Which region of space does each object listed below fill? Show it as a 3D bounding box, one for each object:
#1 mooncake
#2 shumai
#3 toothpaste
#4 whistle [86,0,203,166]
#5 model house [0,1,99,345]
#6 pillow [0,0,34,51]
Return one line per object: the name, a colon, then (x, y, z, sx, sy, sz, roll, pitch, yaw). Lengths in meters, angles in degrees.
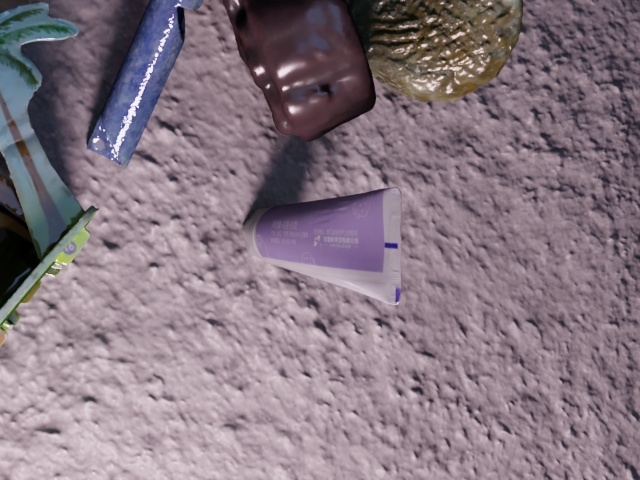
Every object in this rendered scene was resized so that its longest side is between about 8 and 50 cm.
mooncake: (-0.037, -0.263, 1.194, 0.141, 0.283, 0.283, -22, 102, 2)
shumai: (0.173, -0.307, 1.358, 0.261, 0.222, 0.225, -31, 86, 12)
toothpaste: (0.000, 0.000, 1.162, 0.080, 0.371, 0.125, 0, 92, -24)
whistle: (-0.206, -0.226, 1.159, 0.062, 0.062, 0.304, 17, 119, -25)
model house: (-0.396, -0.086, 1.037, 0.324, 0.300, 0.340, 40, 75, -12)
pillow: (-0.464, -0.315, 1.098, 0.270, 0.067, 0.173, 15, 80, -25)
